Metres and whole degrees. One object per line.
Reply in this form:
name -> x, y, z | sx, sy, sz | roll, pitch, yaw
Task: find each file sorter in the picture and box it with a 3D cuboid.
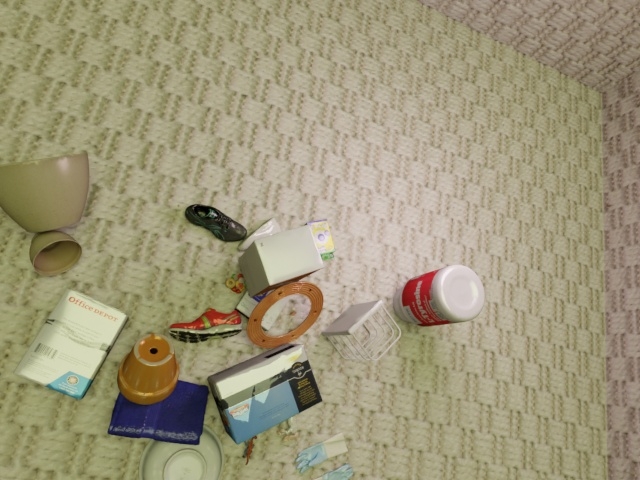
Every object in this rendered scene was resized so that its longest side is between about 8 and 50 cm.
file sorter -> 0.171, 0.379, 1.849 | 0.192, 0.277, 0.173 | -39, 94, -25

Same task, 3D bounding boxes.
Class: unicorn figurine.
unicorn figurine -> -0.118, 0.706, 1.778 | 0.111, 0.060, 0.162 | -1, 93, -22

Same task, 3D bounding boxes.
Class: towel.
towel -> -0.562, 0.596, 1.583 | 0.308, 0.076, 0.228 | 14, 40, -14

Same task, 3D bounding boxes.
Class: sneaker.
sneaker -> -0.423, -0.072, 1.833 | 0.267, 0.106, 0.101 | 22, 68, -16
sneaker -> -0.250, -0.006, 1.903 | 0.212, 0.080, 0.094 | -40, 104, -26
sneaker -> -0.445, 0.322, 1.741 | 0.278, 0.107, 0.119 | 0, 58, -24

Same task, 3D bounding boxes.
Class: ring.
ring -> -0.137, 0.290, 1.768 | 0.336, 0.337, 0.032 | -18, 42, -24

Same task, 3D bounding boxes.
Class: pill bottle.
pill bottle -> 0.487, 0.251, 1.931 | 0.228, 0.407, 0.229 | 6, 74, -19

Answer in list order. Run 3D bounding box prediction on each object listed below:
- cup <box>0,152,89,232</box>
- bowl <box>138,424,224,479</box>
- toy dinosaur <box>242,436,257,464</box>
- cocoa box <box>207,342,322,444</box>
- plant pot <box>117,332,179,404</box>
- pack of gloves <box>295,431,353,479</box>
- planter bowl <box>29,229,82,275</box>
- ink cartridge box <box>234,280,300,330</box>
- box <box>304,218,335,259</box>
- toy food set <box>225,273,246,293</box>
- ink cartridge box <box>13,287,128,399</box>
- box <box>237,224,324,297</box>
cup -> -0.959, -0.163, 1.562 | 0.330, 0.331, 0.237 | -15, 106, -24
bowl -> -0.478, 0.794, 1.570 | 0.297, 0.134, 0.298 | 6, 74, -19
toy dinosaur -> -0.260, 0.783, 1.694 | 0.047, 0.090, 0.082 | 21, 101, -31
cocoa box -> -0.211, 0.557, 1.677 | 0.347, 0.231, 0.228 | -19, 87, -24
plant pot -> -0.585, 0.425, 1.551 | 0.205, 0.188, 0.205 | 15, 39, -13
pack of gloves -> 0.023, 0.905, 1.781 | 0.232, 0.046, 0.195 | -15, 81, -24
planter bowl -> -0.949, 0.028, 1.589 | 0.162, 0.162, 0.109 | -35, 63, -25
ink cartridge box -> -0.197, 0.194, 1.873 | 0.165, 0.065, 0.333 | 38, 68, -7
box -> 0.000, 0.000, 2.011 | 0.105, 0.043, 0.179 | -12, 82, -23
toy food set -> -0.341, 0.176, 1.845 | 0.083, 0.020, 0.082 | 48, 65, -3
ink cartridge box -> -0.841, 0.353, 1.546 | 0.223, 0.129, 0.308 | 28, 68, -12
box -> -0.160, 0.086, 1.691 | 0.214, 0.345, 0.168 | -17, 83, -22
